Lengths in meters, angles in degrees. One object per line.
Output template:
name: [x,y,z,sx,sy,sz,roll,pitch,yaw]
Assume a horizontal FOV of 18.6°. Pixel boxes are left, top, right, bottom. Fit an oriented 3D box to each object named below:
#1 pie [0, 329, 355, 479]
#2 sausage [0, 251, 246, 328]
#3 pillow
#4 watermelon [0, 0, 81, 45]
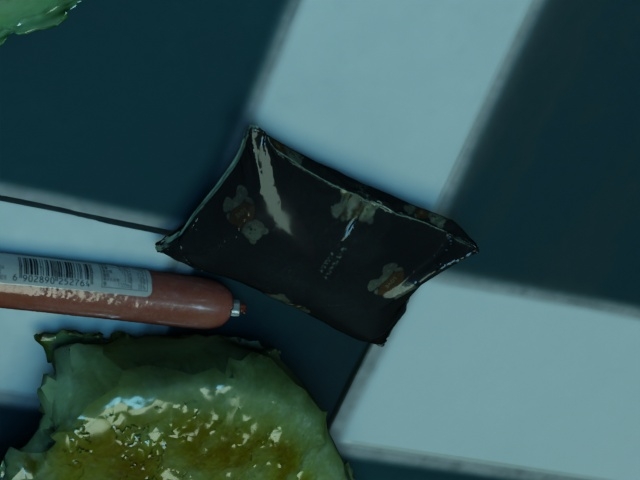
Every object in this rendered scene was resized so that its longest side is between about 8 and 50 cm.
pie: [-0.120,0.204,1.117,0.296,0.078,0.371,32,111,-32]
sausage: [-0.142,0.023,1.011,0.223,0.029,0.029,7,121,-22]
pillow: [0.000,0.000,1.030,0.150,0.048,0.090,24,105,-26]
watermelon: [-0.208,-0.199,0.744,0.264,0.151,0.302,-18,150,1]
